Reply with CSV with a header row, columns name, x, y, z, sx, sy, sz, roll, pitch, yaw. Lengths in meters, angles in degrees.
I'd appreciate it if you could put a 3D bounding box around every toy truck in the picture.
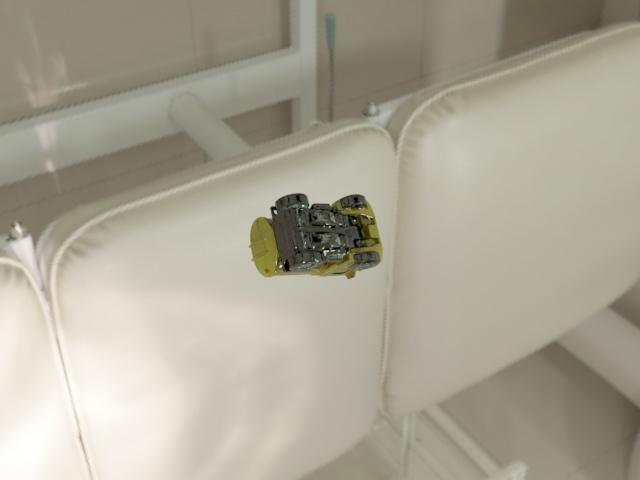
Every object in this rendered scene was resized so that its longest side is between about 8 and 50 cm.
name,x,y,z,sx,sy,sz,roll,pitch,yaw
toy truck,0.000,0.000,0.576,0.083,0.049,0.054,-1,161,-41
